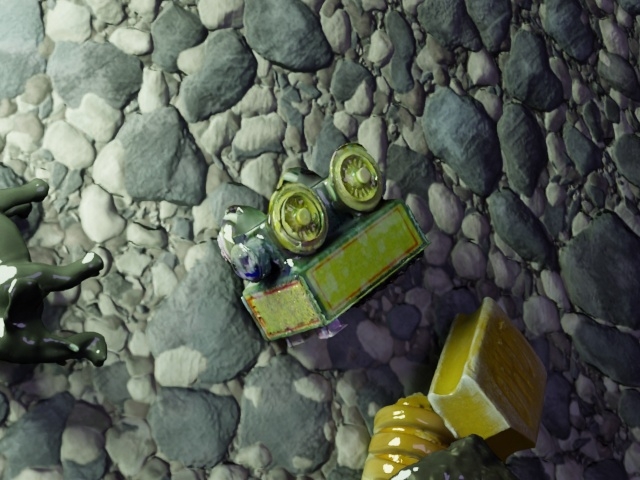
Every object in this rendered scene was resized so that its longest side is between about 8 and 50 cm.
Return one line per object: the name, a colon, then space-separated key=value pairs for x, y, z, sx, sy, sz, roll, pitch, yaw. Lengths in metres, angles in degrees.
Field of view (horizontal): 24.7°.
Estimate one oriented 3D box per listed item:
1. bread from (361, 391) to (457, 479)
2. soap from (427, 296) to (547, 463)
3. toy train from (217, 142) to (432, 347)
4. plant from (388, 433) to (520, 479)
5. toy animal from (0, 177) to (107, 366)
bread: x=0.113 y=0.271 z=1.725 sx=0.119 sy=0.084 sz=0.177 roll=27 pitch=60 yaw=-22
soap: x=0.207 y=0.178 z=1.779 sx=0.140 sy=0.073 sz=0.232 roll=51 pitch=23 yaw=-9
toy train: x=0.000 y=0.000 z=1.738 sx=0.261 sy=0.134 sz=0.177 roll=-37 pitch=101 yaw=-40
plant: x=0.182 y=0.381 z=1.568 sx=0.182 sy=0.194 sz=0.320 roll=-19 pitch=71 yaw=-31
toy animal: x=-0.315 y=0.041 z=1.517 sx=0.245 sy=0.114 sz=0.146 roll=46 pitch=40 yaw=19
